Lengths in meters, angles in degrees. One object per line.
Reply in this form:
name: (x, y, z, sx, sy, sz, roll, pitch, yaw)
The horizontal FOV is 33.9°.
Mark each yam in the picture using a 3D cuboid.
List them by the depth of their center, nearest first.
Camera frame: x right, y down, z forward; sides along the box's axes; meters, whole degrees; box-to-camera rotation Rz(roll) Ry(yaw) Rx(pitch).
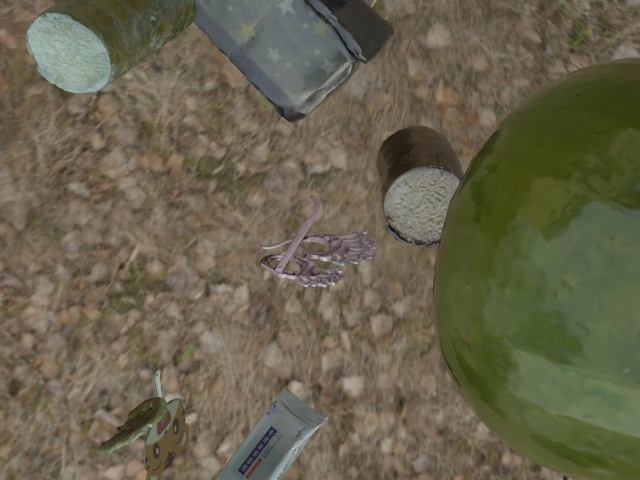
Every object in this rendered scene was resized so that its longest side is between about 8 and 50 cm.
yam: (-0.161, -0.172, 0.832, 0.078, 0.179, 0.078, 7, 120, 13)
yam: (0.091, -0.056, 0.960, 0.084, 0.127, 0.084, -1, 117, -2)

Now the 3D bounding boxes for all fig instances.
fig: (0.235, 0.040, 0.700, 0.316, 0.316, 0.316, 2, 109, 6)

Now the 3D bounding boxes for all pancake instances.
pancake: (-0.292, 0.292, 1.661, 0.116, 0.129, 0.023, -28, 105, 29)

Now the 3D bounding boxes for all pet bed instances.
pet bed: (-0.040, -0.250, 1.124, 0.159, 0.183, 0.211, -42, 97, 7)

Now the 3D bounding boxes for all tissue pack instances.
tissue pack: (-0.079, 0.309, 1.507, 0.193, 0.122, 0.026, -52, 122, -10)

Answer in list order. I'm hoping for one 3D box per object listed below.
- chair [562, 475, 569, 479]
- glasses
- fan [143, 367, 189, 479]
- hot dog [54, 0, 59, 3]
chair: (0.513, 0.333, 1.944, 0.172, 0.158, 0.247, -7, 97, 51)
glasses: (0.005, 0.008, 1.899, 0.162, 0.255, 0.095, 23, 124, 24)
fan: (-0.276, 0.316, 1.836, 0.008, 0.152, 0.227, 11, 125, 21)
hot dog: (-0.412, -0.451, 1.726, 0.158, 0.349, 0.117, 20, 67, 19)
